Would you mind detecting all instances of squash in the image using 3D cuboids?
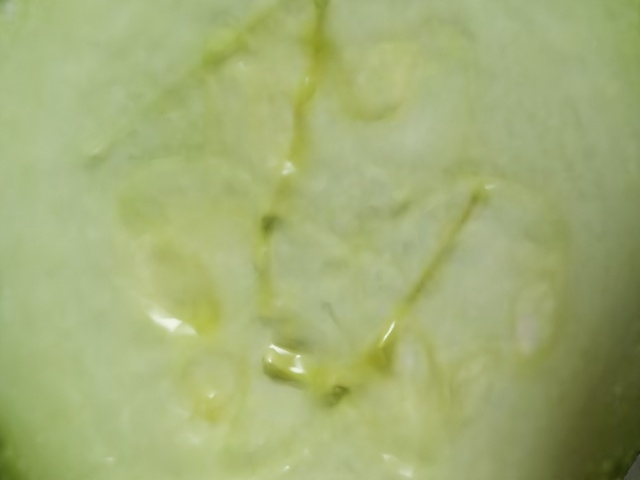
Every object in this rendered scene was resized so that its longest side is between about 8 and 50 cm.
[{"bbox_3d":[0.000,0.000,0.543,0.252,0.049,0.252,0,91,-26],"label":"squash"}]
